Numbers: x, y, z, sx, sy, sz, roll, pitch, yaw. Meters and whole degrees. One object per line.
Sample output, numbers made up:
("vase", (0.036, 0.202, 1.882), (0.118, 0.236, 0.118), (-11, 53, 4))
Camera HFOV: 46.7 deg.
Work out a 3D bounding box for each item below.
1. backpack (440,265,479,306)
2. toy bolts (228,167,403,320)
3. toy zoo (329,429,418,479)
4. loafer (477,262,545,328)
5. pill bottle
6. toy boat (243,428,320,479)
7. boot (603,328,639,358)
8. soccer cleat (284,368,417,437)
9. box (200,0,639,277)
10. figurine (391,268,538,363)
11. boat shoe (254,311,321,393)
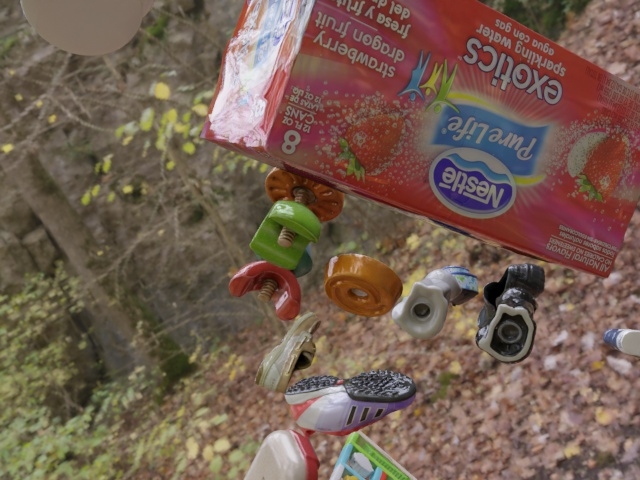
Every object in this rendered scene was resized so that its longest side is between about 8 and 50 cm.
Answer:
("backpack", (0.343, 0.112, 1.891), (0.105, 0.084, 0.114), (12, -23, -24))
("toy bolts", (0.000, 0.000, 0.979), (0.228, 0.218, 0.159), (-44, 19, 52))
("toy zoo", (0.109, 0.536, 1.569), (0.030, 0.192, 0.293), (-51, -2, 21))
("loafer", (0.334, 0.104, 1.369), (0.223, 0.078, 0.076), (113, 169, -58))
("pill bottle", (-0.374, -0.485, 1.209), (0.229, 0.229, 0.408), (-26, 45, 14))
("toy boat", (-0.048, 0.445, 1.268), (0.231, 0.151, 0.151), (-63, 28, 16))
("boot", (0.692, 0.218, 1.541), (0.189, 0.069, 0.086), (16, -1, -6))
("soccer cleat", (0.065, 0.325, 1.443), (0.318, 0.117, 0.108), (-14, 6, 41))
("box", (0.072, -0.075, 0.469), (0.128, 0.256, 0.123), (24, 95, 63))
("figurine", (0.241, 0.105, 1.188), (0.214, 0.092, 0.209), (14, 14, 17))
("boat shoe", (-0.030, 0.140, 0.909), (0.135, 0.045, 0.050), (-48, -19, -46))
